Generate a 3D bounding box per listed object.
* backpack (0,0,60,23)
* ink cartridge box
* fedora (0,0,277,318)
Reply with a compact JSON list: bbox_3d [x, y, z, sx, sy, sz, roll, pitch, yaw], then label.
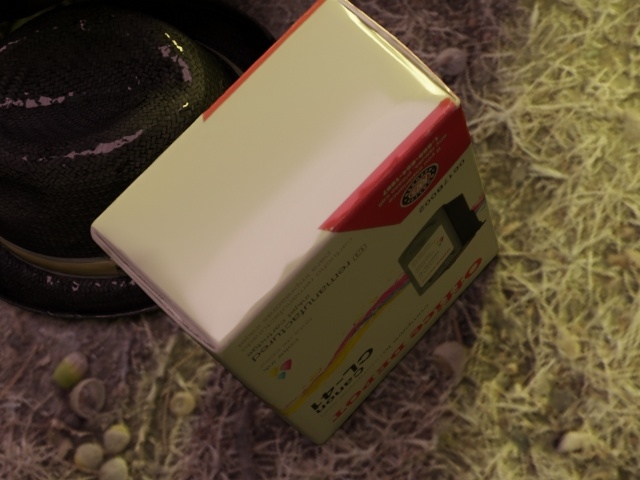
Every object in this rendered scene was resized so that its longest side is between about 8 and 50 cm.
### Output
[{"bbox_3d":[-0.223,-0.291,1.161,0.290,0.273,0.355,-28,24,-16],"label":"backpack"},{"bbox_3d":[0.000,0.000,1.072,0.131,0.306,0.226,41,84,22],"label":"ink cartridge box"},{"bbox_3d":[-0.188,-0.097,1.238,0.334,0.152,0.334,-5,69,12],"label":"fedora"}]
